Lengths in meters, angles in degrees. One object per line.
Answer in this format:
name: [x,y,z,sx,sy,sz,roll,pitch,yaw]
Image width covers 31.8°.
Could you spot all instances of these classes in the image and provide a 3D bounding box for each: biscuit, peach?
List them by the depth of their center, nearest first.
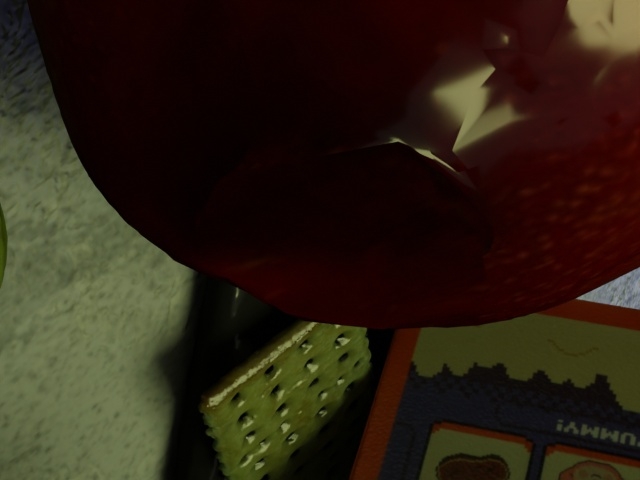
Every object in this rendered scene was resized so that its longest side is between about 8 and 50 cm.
peach: [0.048,-0.146,0.468,0.388,0.388,0.388,-30,132,-40]
biscuit: [-0.009,0.135,0.775,0.139,0.016,0.231,-37,142,-23]

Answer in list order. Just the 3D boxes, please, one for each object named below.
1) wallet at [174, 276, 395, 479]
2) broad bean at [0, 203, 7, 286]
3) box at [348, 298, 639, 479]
wallet: [0.000,0.000,0.759,0.197,0.051,0.377,-12,121,-47]
broad bean: [-0.228,-0.037,0.337,0.291,0.119,0.238,31,95,-30]
box: [0.200,0.241,0.841,0.348,0.319,0.257,78,26,-53]
